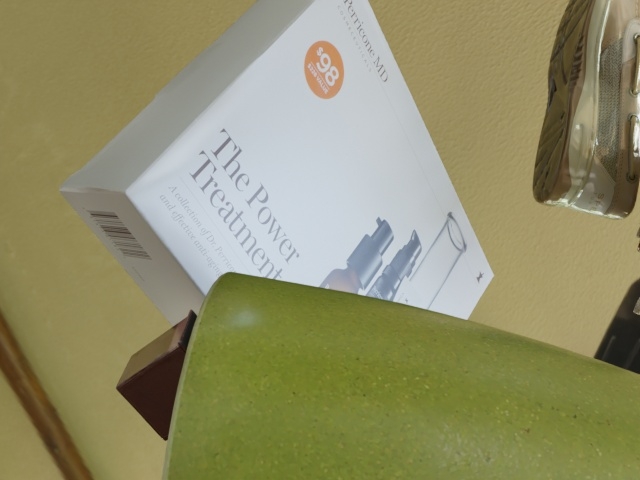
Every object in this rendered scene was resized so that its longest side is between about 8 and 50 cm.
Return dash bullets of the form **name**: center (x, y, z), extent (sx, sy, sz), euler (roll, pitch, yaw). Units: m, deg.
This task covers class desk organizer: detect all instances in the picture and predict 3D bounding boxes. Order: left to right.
- **desk organizer**: center (-0.060, 0.112, 0.476), extent (0.050, 0.047, 0.130), euler (-35, -75, 10)

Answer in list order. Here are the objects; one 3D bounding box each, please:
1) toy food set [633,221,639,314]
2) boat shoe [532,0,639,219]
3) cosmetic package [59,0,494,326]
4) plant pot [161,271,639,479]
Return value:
- **toy food set**: center (0.314, -0.035, 0.709), extent (0.039, 0.132, 0.192), euler (25, -49, 29)
- **boat shoe**: center (0.294, -0.166, 0.791), extent (0.098, 0.302, 0.109), euler (15, -16, -2)
- **cosmetic package**: center (0.000, 0.000, 0.692), extent (0.097, 0.284, 0.377), euler (5, -41, 42)
- **plant pot**: center (0.086, 0.160, 0.433), extent (0.294, 0.274, 0.274), euler (2, -59, 4)
